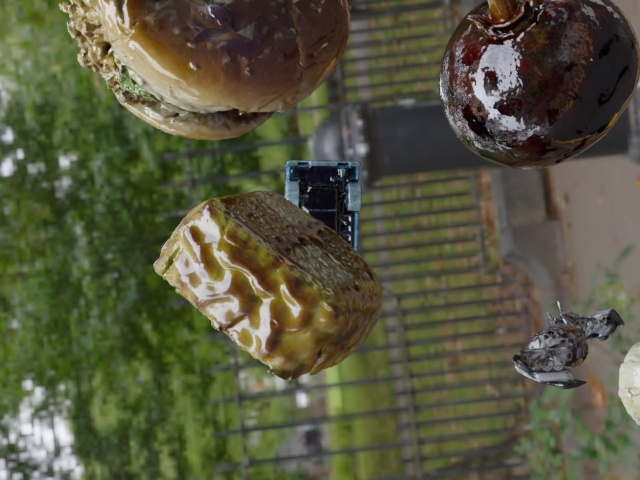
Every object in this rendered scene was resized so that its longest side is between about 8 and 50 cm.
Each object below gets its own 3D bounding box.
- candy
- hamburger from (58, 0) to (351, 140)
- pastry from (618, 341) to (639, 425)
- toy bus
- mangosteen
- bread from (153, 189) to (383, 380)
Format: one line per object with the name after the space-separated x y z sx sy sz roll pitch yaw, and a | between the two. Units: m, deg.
0.276 0.114 1.414 0.226 0.094 0.051 -25 -61 -58 | candy
-0.113 -0.225 1.216 0.146 0.286 0.243 141 131 -62 | hamburger
0.555 0.237 2.063 0.088 0.165 0.166 -2 95 51 | pastry
0.000 0.000 1.467 0.106 0.090 0.185 -156 67 -84 | toy bus
0.236 -0.215 1.450 0.261 0.235 0.235 55 -163 -36 | mangosteen
-0.037 0.034 1.135 0.181 0.096 0.222 40 -167 9 | bread
